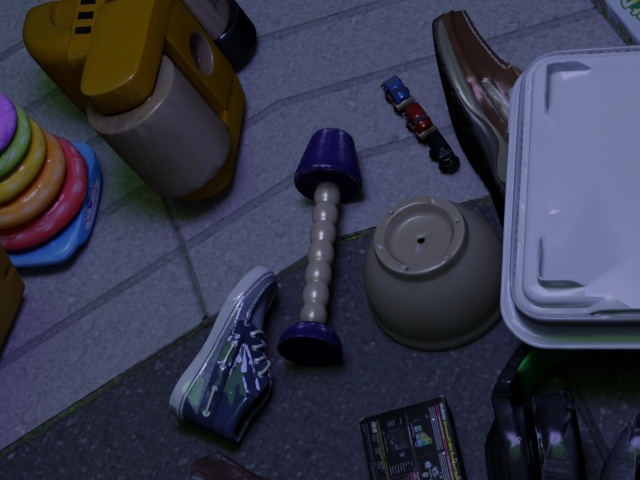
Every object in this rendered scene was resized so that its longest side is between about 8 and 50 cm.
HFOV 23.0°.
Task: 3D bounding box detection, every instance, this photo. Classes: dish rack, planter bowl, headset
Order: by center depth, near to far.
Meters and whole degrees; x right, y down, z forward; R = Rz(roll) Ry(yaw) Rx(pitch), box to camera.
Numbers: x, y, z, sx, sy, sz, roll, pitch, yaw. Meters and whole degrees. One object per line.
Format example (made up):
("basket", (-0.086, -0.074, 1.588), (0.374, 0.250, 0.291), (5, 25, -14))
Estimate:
("headset", (0.257, 0.197, 1.437), (0.243, 0.185, 0.394), (6, 49, 23))
("dish rack", (0.317, -0.059, 1.531), (0.286, 0.072, 0.332), (-1, 65, 15))
("planter bowl", (0.116, 0.020, 1.648), (0.162, 0.109, 0.162), (-9, 56, 13))

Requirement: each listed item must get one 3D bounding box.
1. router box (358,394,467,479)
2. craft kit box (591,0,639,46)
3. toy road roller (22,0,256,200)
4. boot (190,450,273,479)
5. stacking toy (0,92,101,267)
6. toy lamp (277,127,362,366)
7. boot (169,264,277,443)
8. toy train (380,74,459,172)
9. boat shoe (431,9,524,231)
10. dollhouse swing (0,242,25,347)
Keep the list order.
("router box", (0.095, 0.224, 1.566), (0.092, 0.038, 0.122), (-16, 55, 9))
("craft kit box", (0.457, -0.276, 1.758), (0.247, 0.061, 0.250), (-31, 54, 2))
("toy road roller", (-0.231, -0.199, 1.864), (0.241, 0.202, 0.329), (-16, 49, 24))
("boot", (-0.098, 0.272, 1.603), (0.114, 0.037, 0.106), (23, 55, 26))
("stacking toy", (-0.382, -0.111, 1.787), (0.166, 0.302, 0.175), (-4, 57, 17))
("toy lamp", (0.000, 0.000, 1.721), (0.080, 0.080, 0.274), (-3, 57, 17))
("boot", (-0.077, 0.123, 1.682), (0.086, 0.069, 0.190), (25, 77, 23))
("toy train", (0.111, -0.137, 1.796), (0.027, 0.036, 0.158), (-32, 54, -3))
("boat shoe", (0.218, -0.118, 1.708), (0.120, 0.122, 0.324), (-21, 62, -1))
("dollhouse swing", (-0.541, 0.128, 1.715), (0.305, 0.315, 0.346), (13, 63, 14))
